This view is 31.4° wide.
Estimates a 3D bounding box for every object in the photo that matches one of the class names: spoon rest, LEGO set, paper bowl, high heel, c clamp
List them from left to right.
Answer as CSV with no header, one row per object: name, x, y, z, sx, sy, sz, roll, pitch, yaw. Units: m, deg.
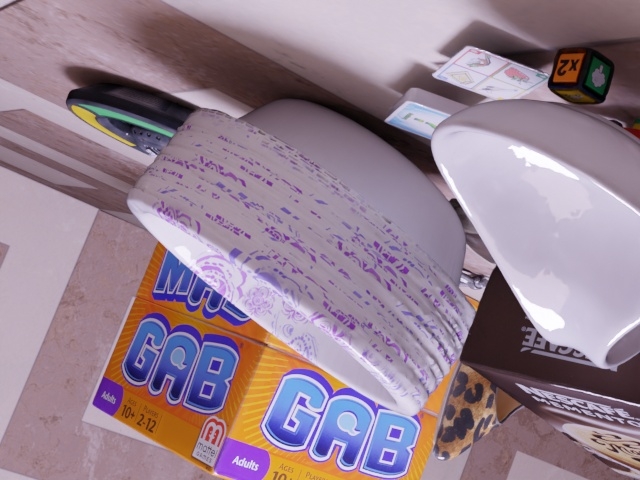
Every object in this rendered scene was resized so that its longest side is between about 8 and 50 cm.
paper bowl,0.000,0.000,0.900,0.284,0.148,0.284,35,168,8
c clamp,0.165,0.048,1.467,0.137,0.022,0.160,24,173,-19
high heel,0.235,0.139,1.102,0.186,0.261,0.093,21,142,28
LEGO set,0.141,-0.047,0.645,0.182,0.060,0.244,19,173,-7
spoon rest,0.141,0.008,0.607,0.137,0.084,0.276,26,173,31

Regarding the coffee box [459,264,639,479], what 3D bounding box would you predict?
coffee box,0.259,0.106,0.868,0.168,0.119,0.297,11,162,42

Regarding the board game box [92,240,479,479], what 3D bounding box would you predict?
board game box,-0.050,0.172,1.690,0.356,0.356,0.356,27,172,-37

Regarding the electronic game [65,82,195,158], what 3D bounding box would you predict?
electronic game,-0.151,-0.101,1.167,0.229,0.048,0.229,22,173,3

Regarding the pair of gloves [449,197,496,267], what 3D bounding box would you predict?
pair of gloves,0.215,0.009,0.914,0.204,0.042,0.240,33,163,-37
